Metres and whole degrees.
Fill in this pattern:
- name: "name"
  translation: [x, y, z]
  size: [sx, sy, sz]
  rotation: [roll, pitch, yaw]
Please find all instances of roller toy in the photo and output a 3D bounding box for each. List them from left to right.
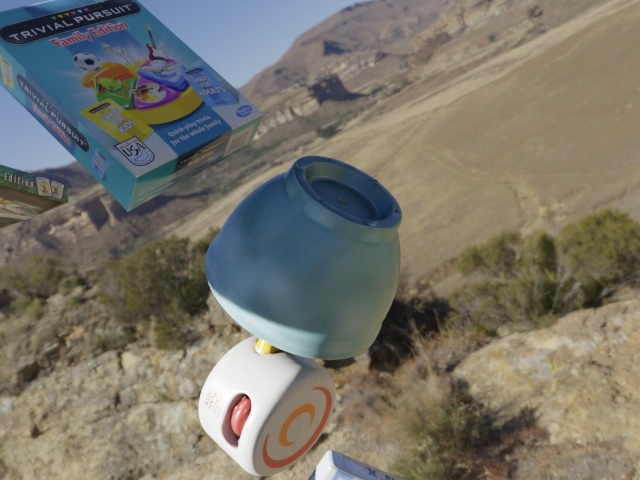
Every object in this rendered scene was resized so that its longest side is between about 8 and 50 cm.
- name: "roller toy"
  translation: [-0.086, 0.250, 0.989]
  size: [0.146, 0.209, 0.191]
  rotation: [30, 60, 35]

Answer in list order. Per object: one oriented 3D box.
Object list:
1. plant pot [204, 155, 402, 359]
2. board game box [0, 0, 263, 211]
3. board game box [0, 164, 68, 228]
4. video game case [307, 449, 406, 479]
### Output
- name: "plant pot"
  translation: [0.000, 0.000, 0.932]
  size: [0.196, 0.293, 0.293]
  rotation: [-62, -6, 30]
- name: "board game box"
  translation: [-0.294, -0.229, 0.940]
  size: [0.254, 0.336, 0.079]
  rotation: [-38, -13, -42]
- name: "board game box"
  translation: [-0.424, -0.065, 0.677]
  size: [0.136, 0.030, 0.260]
  rotation: [-12, -17, 29]
- name: "video game case"
  translation: [0.059, 0.439, 0.788]
  size: [0.328, 0.300, 0.036]
  rotation: [-59, 14, 17]
